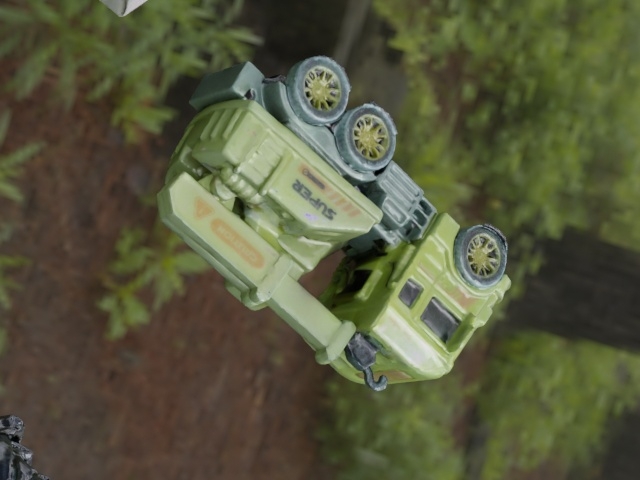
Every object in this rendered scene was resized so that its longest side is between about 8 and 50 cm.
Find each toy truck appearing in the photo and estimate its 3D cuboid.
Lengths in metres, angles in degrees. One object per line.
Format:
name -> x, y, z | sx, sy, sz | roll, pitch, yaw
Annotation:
toy truck -> 0.000, 0.000, 0.886 | 0.169, 0.077, 0.100 | 45, 60, -24

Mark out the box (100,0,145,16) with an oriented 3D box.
box -> -0.151, -0.300, 1.210 | 0.200, 0.299, 0.106 | -40, 158, -29

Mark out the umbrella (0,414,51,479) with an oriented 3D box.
umbrella -> -0.242, 0.117, 1.298 | 0.071, 0.224, 0.080 | -27, 144, -28
